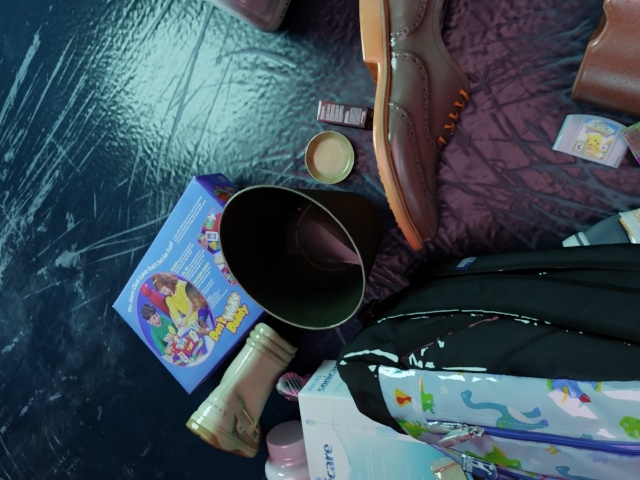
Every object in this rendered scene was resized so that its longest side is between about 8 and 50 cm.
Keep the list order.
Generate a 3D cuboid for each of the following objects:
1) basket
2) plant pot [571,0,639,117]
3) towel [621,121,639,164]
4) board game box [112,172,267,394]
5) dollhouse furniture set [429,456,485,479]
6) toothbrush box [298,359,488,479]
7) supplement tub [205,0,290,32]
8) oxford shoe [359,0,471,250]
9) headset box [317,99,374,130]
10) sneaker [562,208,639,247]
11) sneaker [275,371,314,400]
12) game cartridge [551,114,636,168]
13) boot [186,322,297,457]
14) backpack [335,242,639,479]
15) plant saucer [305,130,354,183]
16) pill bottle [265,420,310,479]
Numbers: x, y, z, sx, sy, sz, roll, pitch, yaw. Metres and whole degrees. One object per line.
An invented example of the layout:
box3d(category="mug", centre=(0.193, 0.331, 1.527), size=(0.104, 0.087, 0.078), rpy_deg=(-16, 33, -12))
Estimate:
box3d(category="basket", centre=(0.000, 0.000, 0.598), size=(0.204, 0.227, 0.154), rpy_deg=(37, 111, 10))
box3d(category="plant pot", centre=(0.415, -0.211, 0.394), size=(0.265, 0.272, 0.272), rpy_deg=(22, 108, 25))
box3d(category="towel", centre=(0.421, -0.117, 0.521), size=(0.060, 0.009, 0.083), rpy_deg=(-33, 97, 16))
box3d(category="board game box", centre=(-0.210, 0.085, 0.764), size=(0.233, 0.078, 0.347), rpy_deg=(45, 116, 7))
box3d(category="dollhouse furniture set", centre=(0.325, 0.351, 0.463), size=(0.303, 0.198, 0.286), rpy_deg=(-22, 113, 5))
box3d(category="toothbrush box", centre=(0.131, 0.321, 0.664), size=(0.296, 0.126, 0.216), rpy_deg=(-4, 99, 21))
box3d(category="supplement tub", centre=(-0.084, -0.470, 0.559), size=(0.193, 0.193, 0.316), rpy_deg=(34, 110, 12))
box3d(category="oxford shoe", centre=(0.140, -0.167, 0.570), size=(0.133, 0.130, 0.363), rpy_deg=(-7, 98, 16))
box3d(category="headset box", centre=(0.037, -0.189, 0.637), size=(0.083, 0.062, 0.032), rpy_deg=(13, 104, 18))
box3d(category="sneaker", centre=(0.446, 0.103, 0.500), size=(0.127, 0.126, 0.321), rpy_deg=(-38, 84, 29))
box3d(category="sneaker", centre=(-0.046, 0.259, 0.724), size=(0.057, 0.119, 0.047), rpy_deg=(-35, 58, 16))
box3d(category="game cartridge", centre=(0.357, -0.133, 0.549), size=(0.083, 0.017, 0.056), rpy_deg=(22, 103, 16))
box3d(category="boot", centre=(-0.116, 0.266, 0.752), size=(0.095, 0.262, 0.203), rpy_deg=(23, 67, 20))
box3d(category="backpack", centre=(0.248, 0.121, 0.440), size=(0.355, 0.290, 0.273), rpy_deg=(-29, 91, 46))
box3d(category="plant saucer", centre=(0.016, -0.134, 0.681), size=(0.083, 0.015, 0.083), rpy_deg=(4, 102, 20))
box3d(category="pill bottle", centre=(-0.040, 0.436, 0.762), size=(0.108, 0.108, 0.193), rpy_deg=(-9, 97, 22))
